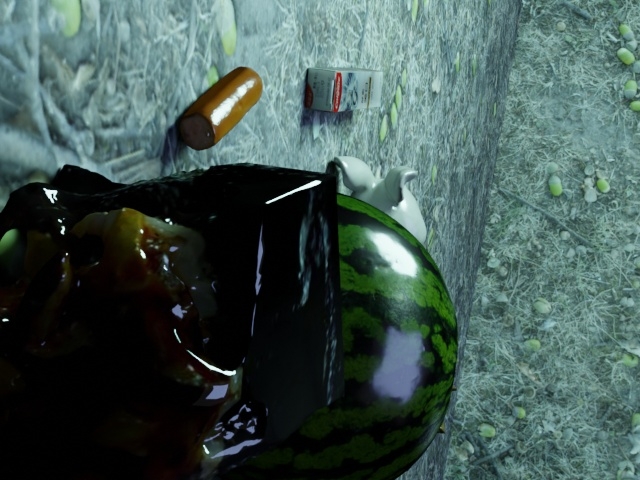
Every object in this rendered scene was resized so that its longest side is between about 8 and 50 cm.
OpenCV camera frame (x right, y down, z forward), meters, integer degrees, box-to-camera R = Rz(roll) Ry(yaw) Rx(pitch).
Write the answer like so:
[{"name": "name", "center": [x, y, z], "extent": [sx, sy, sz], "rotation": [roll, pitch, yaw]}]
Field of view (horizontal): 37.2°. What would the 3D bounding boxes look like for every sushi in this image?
[{"name": "sushi", "center": [-0.127, 0.075, 0.610], "extent": [0.212, 0.227, 0.216], "rotation": [-31, 122, -59]}]

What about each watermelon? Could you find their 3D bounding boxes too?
[{"name": "watermelon", "center": [-0.013, 0.094, 0.871], "extent": [0.285, 0.285, 0.285], "rotation": [8, 90, -72]}]

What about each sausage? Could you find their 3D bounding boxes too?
[{"name": "sausage", "center": [-0.092, -0.130, 0.916], "extent": [0.039, 0.041, 0.131], "rotation": [64, 32, -23]}]

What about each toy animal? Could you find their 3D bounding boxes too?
[{"name": "toy animal", "center": [0.070, -0.011, 1.329], "extent": [0.178, 0.127, 0.193], "rotation": [62, 43, -58]}]

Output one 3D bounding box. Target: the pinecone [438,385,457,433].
[{"name": "pinecone", "center": [0.025, 0.188, 1.123], "extent": [0.257, 0.243, 0.243], "rotation": [-61, 169, 20]}]

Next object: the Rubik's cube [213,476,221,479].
[{"name": "Rubik's cube", "center": [-0.080, 0.340, 0.897], "extent": [0.205, 0.204, 0.207], "rotation": [-44, 137, -63]}]

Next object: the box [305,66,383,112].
[{"name": "box", "center": [0.035, -0.204, 1.275], "extent": [0.218, 0.039, 0.055], "rotation": [-28, 125, -68]}]
